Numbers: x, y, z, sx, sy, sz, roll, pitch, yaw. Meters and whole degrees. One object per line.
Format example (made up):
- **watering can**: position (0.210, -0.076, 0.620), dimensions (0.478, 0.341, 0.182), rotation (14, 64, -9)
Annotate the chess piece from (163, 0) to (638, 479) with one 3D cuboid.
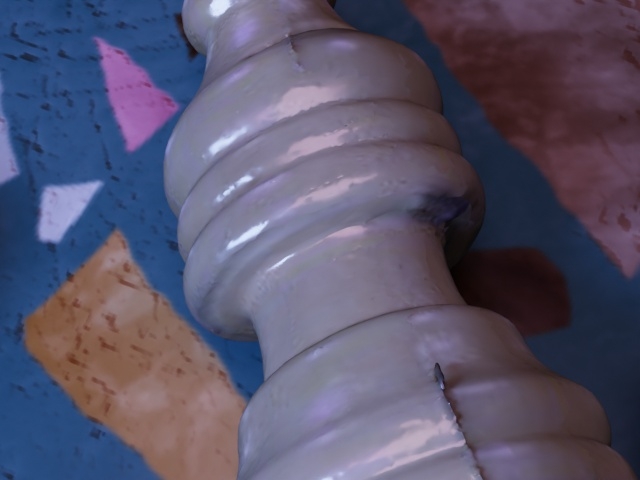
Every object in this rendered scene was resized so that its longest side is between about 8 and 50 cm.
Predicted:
- **chess piece**: position (0.000, 0.000, 0.567), dimensions (0.139, 0.124, 0.307), rotation (-43, 50, 31)
